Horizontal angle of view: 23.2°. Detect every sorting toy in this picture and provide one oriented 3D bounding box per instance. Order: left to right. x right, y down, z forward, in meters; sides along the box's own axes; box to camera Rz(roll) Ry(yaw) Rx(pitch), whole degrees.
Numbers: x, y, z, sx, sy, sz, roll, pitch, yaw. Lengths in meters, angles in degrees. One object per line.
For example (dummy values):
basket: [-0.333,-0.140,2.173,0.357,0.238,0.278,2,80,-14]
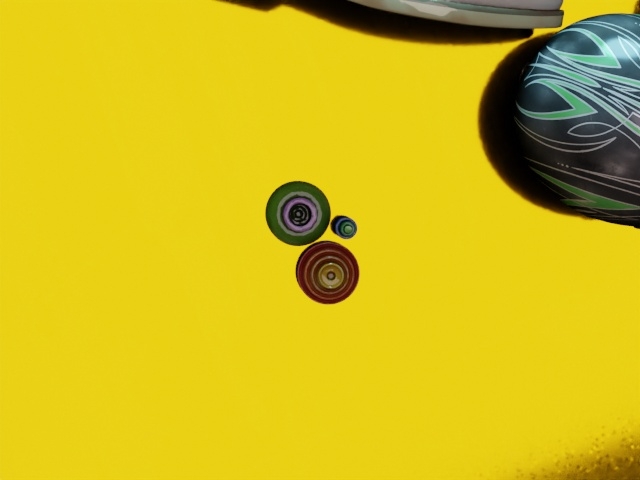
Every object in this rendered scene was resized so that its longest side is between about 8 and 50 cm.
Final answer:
sorting toy: [0.000,0.000,1.201,0.061,0.042,0.102,-28,95,-2]

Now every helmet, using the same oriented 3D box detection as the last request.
helmet: [0.228,-0.088,1.153,0.169,0.161,0.169,0,93,-4]

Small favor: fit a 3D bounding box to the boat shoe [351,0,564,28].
boat shoe: [0.040,-0.223,1.156,0.302,0.113,0.103,10,98,-4]
